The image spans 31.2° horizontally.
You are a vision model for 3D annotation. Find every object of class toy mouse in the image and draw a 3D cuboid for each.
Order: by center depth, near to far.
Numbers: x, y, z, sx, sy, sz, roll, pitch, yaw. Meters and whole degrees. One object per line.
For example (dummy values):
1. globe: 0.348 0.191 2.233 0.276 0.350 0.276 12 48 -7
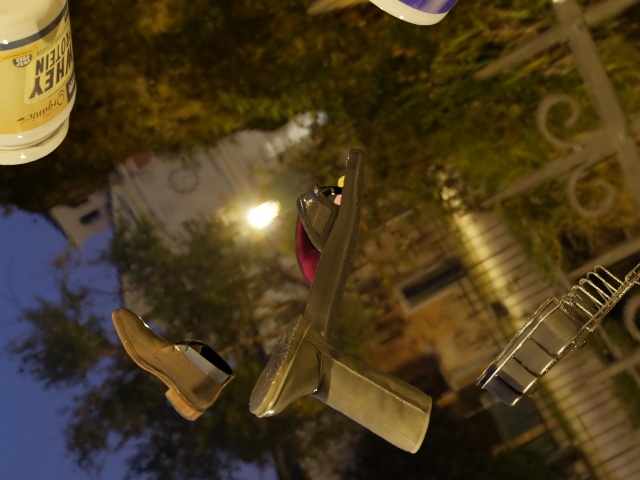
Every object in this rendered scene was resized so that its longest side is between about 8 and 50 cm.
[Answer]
1. toy mouse: 0.028 -0.076 2.307 0.031 0.143 0.161 42 168 -18

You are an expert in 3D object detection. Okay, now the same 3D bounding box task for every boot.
1. boot: 0.030 0.198 1.390 0.208 0.076 0.190 40 -142 -7
2. boot: -0.234 0.174 1.844 0.219 0.106 0.082 50 -162 -2

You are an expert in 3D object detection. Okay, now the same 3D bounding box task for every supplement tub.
1. supplement tub: -0.514 -0.298 1.848 0.316 0.228 0.228 98 152 -51

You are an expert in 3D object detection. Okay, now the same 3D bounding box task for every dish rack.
1. dish rack: 0.365 0.125 1.693 0.074 0.271 0.208 46 138 14

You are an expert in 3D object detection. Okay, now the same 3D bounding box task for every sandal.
1. sandal: 0.000 -0.001 1.817 0.446 0.107 0.167 -74 -7 -47

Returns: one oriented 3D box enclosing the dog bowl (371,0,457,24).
1. dog bowl: 0.138 -0.497 1.946 0.265 0.104 0.265 25 -140 -23
